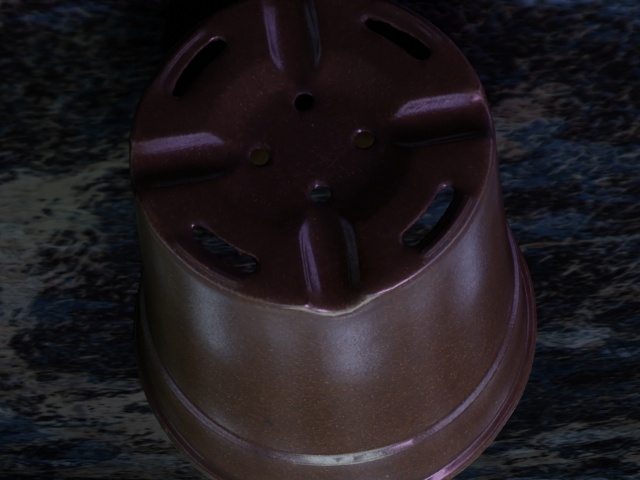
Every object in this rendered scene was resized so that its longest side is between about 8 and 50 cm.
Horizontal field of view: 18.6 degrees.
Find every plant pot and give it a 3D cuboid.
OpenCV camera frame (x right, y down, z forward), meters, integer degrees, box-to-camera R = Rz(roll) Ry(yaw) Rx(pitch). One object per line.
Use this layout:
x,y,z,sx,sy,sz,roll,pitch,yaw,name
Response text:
0.000,0.000,0.729,0.167,0.167,0.165,-4,156,2,plant pot
